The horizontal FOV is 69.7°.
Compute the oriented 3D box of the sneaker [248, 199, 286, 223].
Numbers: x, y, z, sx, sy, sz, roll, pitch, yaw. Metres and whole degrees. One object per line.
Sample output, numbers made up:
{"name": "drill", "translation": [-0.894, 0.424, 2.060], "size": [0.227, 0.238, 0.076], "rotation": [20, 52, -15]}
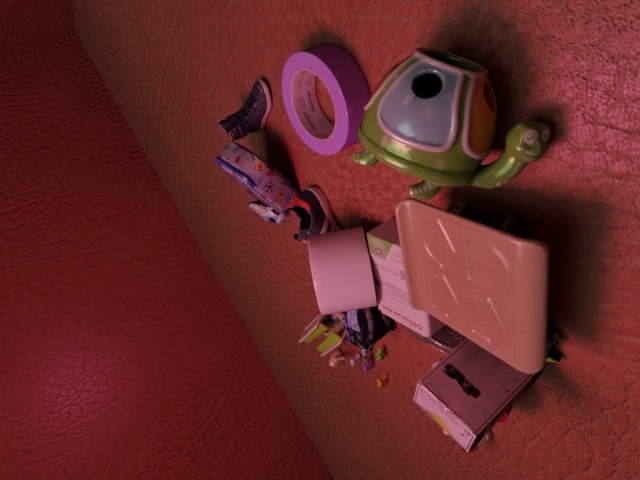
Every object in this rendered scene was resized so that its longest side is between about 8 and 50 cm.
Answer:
{"name": "sneaker", "translation": [-0.220, -0.118, 1.858], "size": [0.237, 0.085, 0.086], "rotation": [19, 117, 51]}

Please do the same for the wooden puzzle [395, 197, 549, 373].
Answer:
{"name": "wooden puzzle", "translation": [0.326, 0.080, 0.991], "size": [0.347, 0.080, 0.322], "rotation": [26, 139, 49]}

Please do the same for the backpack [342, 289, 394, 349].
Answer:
{"name": "backpack", "translation": [0.150, 0.252, 1.533], "size": [0.116, 0.158, 0.174], "rotation": [6, 119, 49]}

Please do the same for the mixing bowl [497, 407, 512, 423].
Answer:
{"name": "mixing bowl", "translation": [0.445, 0.377, 1.216], "size": [0.181, 0.098, 0.182], "rotation": [46, 158, 25]}

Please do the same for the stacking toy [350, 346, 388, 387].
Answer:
{"name": "stacking toy", "translation": [0.187, 0.450, 1.787], "size": [0.167, 0.052, 0.221], "rotation": [30, 138, 41]}

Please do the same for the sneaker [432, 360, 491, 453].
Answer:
{"name": "sneaker", "translation": [0.408, 0.513, 1.398], "size": [0.290, 0.123, 0.106], "rotation": [61, 154, 1]}

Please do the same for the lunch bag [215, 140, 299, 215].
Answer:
{"name": "lunch bag", "translation": [-0.221, -0.214, 1.631], "size": [0.243, 0.115, 0.303], "rotation": [32, 172, 38]}

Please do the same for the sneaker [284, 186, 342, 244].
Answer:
{"name": "sneaker", "translation": [0.000, 0.000, 1.544], "size": [0.350, 0.148, 0.131], "rotation": [59, 152, 1]}

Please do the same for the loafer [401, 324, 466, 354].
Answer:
{"name": "loafer", "translation": [0.321, 0.259, 1.345], "size": [0.251, 0.094, 0.088], "rotation": [32, 154, 49]}

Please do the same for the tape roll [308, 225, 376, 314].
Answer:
{"name": "tape roll", "translation": [0.067, 0.091, 1.385], "size": [0.246, 0.168, 0.247], "rotation": [-10, -90, -86]}

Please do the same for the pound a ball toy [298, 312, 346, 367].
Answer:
{"name": "pound a ball toy", "translation": [0.047, 0.398, 1.911], "size": [0.208, 0.136, 0.319], "rotation": [32, 150, -1]}

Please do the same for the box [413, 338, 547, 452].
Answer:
{"name": "box", "translation": [0.378, 0.327, 1.084], "size": [0.169, 0.289, 0.087], "rotation": [38, 146, 33]}

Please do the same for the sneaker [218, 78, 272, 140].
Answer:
{"name": "sneaker", "translation": [-0.255, -0.428, 1.539], "size": [0.086, 0.163, 0.226], "rotation": [53, 150, 17]}

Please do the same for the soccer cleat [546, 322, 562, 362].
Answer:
{"name": "soccer cleat", "translation": [0.493, 0.199, 1.028], "size": [0.072, 0.060, 0.179], "rotation": [0, 124, 48]}

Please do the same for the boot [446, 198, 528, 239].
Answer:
{"name": "boot", "translation": [0.369, 0.026, 1.038], "size": [0.178, 0.085, 0.237], "rotation": [33, 143, 48]}

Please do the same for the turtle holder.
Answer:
{"name": "turtle holder", "translation": [0.228, -0.215, 0.866], "size": [0.320, 0.243, 0.228], "rotation": [48, 135, 38]}

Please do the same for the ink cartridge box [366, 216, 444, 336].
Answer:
{"name": "ink cartridge box", "translation": [0.248, 0.099, 1.265], "size": [0.198, 0.114, 0.273], "rotation": [26, 137, 47]}

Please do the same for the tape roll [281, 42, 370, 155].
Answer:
{"name": "tape roll", "translation": [0.012, -0.372, 1.229], "size": [0.274, 0.090, 0.275], "rotation": [41, 148, 33]}
